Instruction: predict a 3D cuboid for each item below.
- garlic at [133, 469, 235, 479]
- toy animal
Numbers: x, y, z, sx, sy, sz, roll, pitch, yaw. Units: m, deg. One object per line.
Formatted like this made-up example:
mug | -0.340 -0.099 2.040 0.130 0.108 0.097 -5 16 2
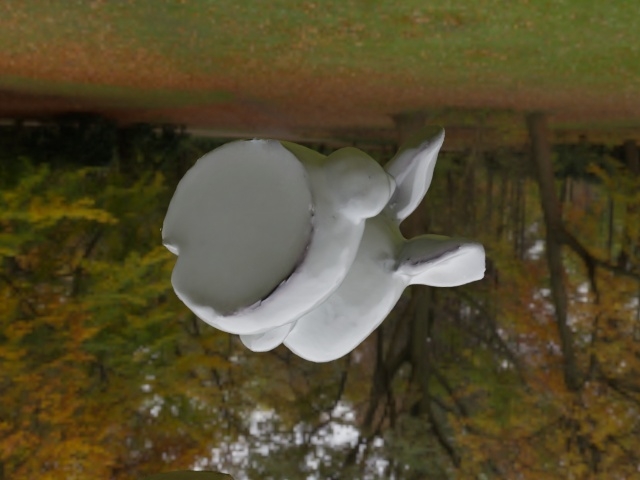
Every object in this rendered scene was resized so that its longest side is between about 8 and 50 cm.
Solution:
garlic | -0.064 0.110 0.339 0.083 0.041 0.053 -37 -167 -8
toy animal | 0.002 -0.002 0.650 0.178 0.128 0.193 -38 151 29
